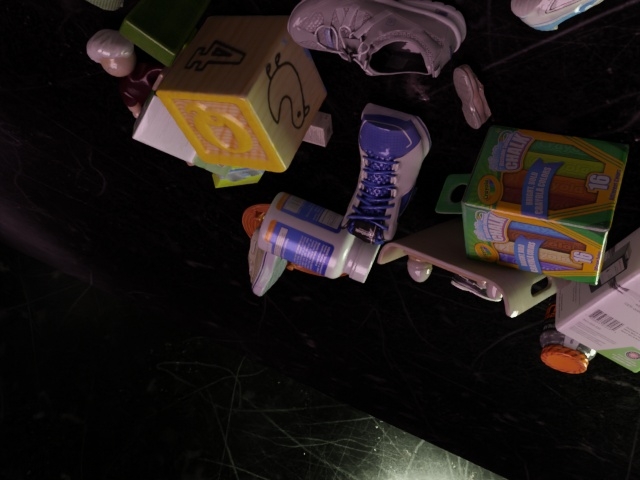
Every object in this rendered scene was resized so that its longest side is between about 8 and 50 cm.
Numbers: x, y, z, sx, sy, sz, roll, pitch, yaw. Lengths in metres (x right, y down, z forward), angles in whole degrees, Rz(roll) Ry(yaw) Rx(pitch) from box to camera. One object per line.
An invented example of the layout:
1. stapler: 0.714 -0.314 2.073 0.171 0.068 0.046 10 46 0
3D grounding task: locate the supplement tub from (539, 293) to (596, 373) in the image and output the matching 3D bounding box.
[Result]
1. supplement tub: 0.534 0.175 1.394 0.117 0.190 0.117 20 153 11

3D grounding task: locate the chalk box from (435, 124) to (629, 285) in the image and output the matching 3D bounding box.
1. chalk box: 0.344 -0.067 1.123 0.289 0.180 0.179 13 151 22

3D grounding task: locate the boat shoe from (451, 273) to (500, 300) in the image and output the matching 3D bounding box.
1. boat shoe: 0.377 0.108 1.579 0.125 0.038 0.046 22 -163 8

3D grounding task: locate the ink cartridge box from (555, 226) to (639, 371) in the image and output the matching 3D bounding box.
1. ink cartridge box: 0.604 0.105 1.216 0.198 0.114 0.273 29 137 -8

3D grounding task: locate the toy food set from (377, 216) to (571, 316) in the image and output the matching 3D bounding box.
1. toy food set: 0.293 0.050 1.271 0.306 0.220 0.092 24 121 42

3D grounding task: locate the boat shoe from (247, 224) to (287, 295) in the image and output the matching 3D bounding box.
1. boat shoe: -0.152 0.053 1.825 0.094 0.109 0.302 38 146 9

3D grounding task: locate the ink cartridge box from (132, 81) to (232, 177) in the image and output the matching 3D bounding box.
1. ink cartridge box: -0.264 -0.223 1.348 0.209 0.062 0.109 23 121 -25

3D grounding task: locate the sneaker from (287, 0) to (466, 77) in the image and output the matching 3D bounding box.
1. sneaker: 0.068 -0.307 0.991 0.282 0.115 0.105 12 151 26

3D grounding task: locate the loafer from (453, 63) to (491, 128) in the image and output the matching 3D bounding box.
1. loafer: 0.247 -0.237 1.064 0.045 0.039 0.125 47 171 43

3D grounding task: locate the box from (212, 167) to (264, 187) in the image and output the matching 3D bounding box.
1. box: -0.170 -0.175 1.468 0.109 0.042 0.178 -10 165 -23

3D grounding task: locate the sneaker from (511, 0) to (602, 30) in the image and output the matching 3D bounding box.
1. sneaker: 0.333 -0.330 0.774 0.086 0.085 0.237 9 160 -30

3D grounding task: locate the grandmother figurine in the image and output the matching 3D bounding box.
1. grandmother figurine: -0.336 -0.302 1.374 0.208 0.104 0.342 -23 133 27

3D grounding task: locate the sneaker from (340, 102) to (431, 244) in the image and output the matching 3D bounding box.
1. sneaker: 0.121 -0.095 1.264 0.128 0.182 0.315 17 153 14

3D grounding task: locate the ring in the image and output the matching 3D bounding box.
1. ring: -0.065 0.013 1.800 0.337 0.032 0.336 19 154 10

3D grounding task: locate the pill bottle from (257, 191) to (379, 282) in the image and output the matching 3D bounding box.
1. pill bottle: 0.000 0.000 1.580 0.272 0.152 0.152 23 154 5

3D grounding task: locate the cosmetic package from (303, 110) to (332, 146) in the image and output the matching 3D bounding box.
1. cosmetic package: -0.037 -0.232 1.307 0.115 0.041 0.060 19 154 14

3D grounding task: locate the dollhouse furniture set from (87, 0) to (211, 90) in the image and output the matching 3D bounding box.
1. dollhouse furniture set: -0.369 -0.412 1.137 0.302 0.151 0.198 33 153 -16

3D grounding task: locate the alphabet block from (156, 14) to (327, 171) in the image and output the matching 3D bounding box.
1. alphabet block: -0.132 -0.259 1.162 0.194 0.197 0.192 9 150 30
